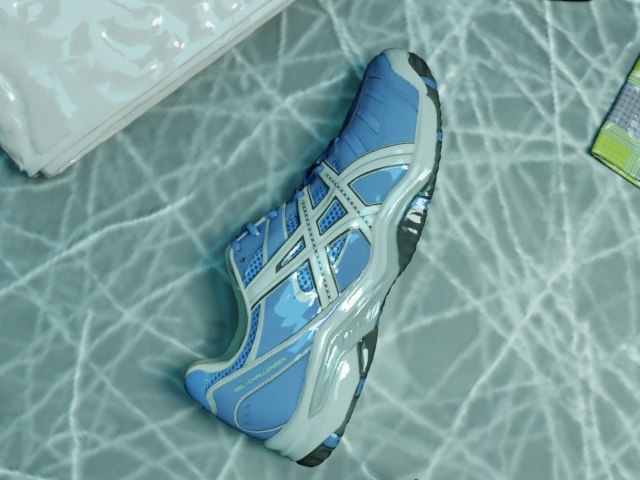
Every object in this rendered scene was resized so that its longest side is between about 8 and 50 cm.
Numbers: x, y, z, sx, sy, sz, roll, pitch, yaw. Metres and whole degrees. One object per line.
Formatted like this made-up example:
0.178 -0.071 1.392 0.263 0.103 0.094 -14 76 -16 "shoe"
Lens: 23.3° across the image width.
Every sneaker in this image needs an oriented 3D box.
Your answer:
0.000 0.000 0.758 0.081 0.080 0.211 20 81 -7 "sneaker"

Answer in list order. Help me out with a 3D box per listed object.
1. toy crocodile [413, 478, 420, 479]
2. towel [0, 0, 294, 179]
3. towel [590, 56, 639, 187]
0.142 0.255 0.733 0.115 0.105 0.340 -40 89 -9 "toy crocodile"
-0.110 -0.250 0.755 0.317 0.053 0.332 -35 92 2 "towel"
0.185 -0.066 0.820 0.060 0.009 0.083 33 82 -3 "towel"
